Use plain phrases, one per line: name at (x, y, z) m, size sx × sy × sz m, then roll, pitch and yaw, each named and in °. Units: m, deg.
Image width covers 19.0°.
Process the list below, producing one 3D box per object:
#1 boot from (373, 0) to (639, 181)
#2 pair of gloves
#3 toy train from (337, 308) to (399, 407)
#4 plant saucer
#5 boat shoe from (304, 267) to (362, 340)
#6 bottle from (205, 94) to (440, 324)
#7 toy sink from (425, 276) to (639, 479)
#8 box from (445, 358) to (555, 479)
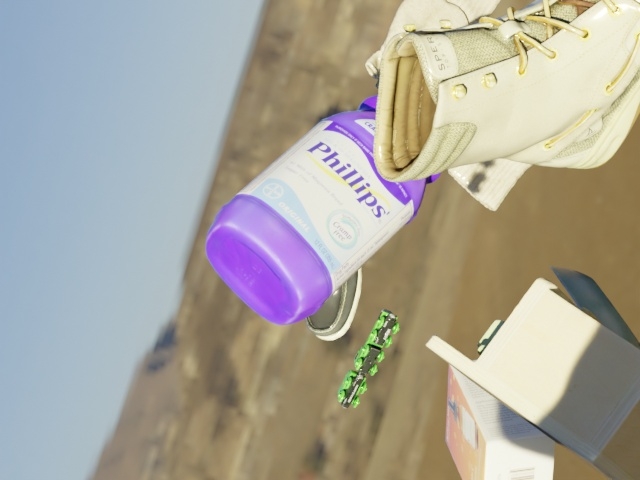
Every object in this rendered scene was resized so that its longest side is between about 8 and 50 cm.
boot at (0.125, -0.122, 1.106) m, size 0.077 × 0.165 × 0.213 m, roll 58°, pitch 141°, yaw 37°
pair of gloves at (0.176, -0.179, 2.055) m, size 0.204 × 0.240 × 0.042 m, roll -47°, pitch 18°, yaw -15°
toy train at (0.034, 0.085, 1.389) m, size 0.024 × 0.017 × 0.083 m, roll -97°, pitch 32°, yaw -64°
plant saucer at (0.364, 0.102, 2.448) m, size 0.037 × 0.195 × 0.195 m, roll -35°, pitch 5°, yaw 4°
boat shoe at (0.000, 0.000, 2.253) m, size 0.079 × 0.084 × 0.233 m, roll 16°, pitch -107°, yaw -57°
bottle at (0.027, -0.048, 1.641) m, size 0.283 × 0.118 × 0.092 m, roll -42°, pitch -4°, yaw -35°
toy sink at (0.254, 0.135, 1.994) m, size 0.131 × 0.234 × 0.153 m, roll -54°, pitch -33°, yaw -2°
box at (0.221, 0.245, 2.376) m, size 0.170 × 0.091 × 0.130 m, roll -113°, pitch 19°, yaw -56°
